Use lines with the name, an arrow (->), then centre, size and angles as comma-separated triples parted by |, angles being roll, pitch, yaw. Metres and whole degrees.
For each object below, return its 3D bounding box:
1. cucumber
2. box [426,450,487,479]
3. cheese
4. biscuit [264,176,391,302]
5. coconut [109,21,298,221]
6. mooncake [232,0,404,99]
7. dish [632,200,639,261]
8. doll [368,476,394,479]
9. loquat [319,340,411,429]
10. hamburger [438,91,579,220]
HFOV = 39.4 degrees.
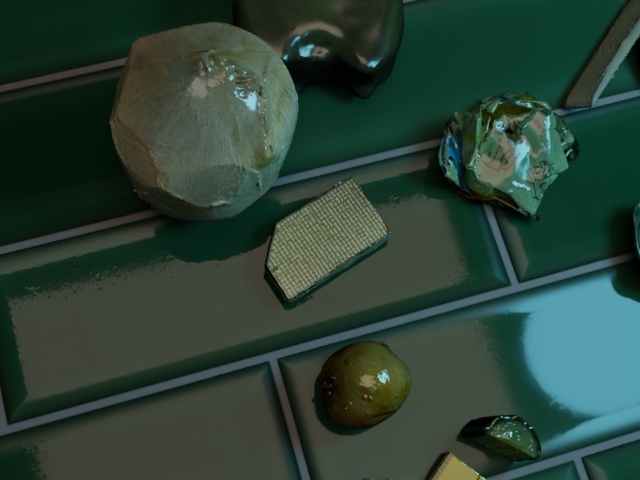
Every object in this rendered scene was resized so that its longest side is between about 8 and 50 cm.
cucumber -> 0.334, 0.353, 1.629 | 0.116, 0.115, 0.062 | 26, 73, -6
box -> 0.298, 0.526, 1.610 | 0.279, 0.041, 0.153 | 37, 76, 6
cheese -> 0.639, -0.430, 1.898 | 0.034, 0.085, 0.400 | 43, 71, -21
biscuit -> 0.000, 0.000, 1.732 | 0.252, 0.052, 0.150 | -34, 75, -15
coconut -> -0.212, -0.217, 1.618 | 0.346, 0.360, 0.346 | 1, 72, -4
mooncake -> -0.005, -0.443, 1.793 | 0.351, 0.187, 0.351 | 0, 77, -2
dish -> 0.716, 0.001, 1.776 | 0.246, 0.078, 0.224 | -40, 81, -13
doll -> 0.036, 0.533, 1.561 | 0.291, 0.086, 0.117 | -42, 74, -12
loquat -> 0.084, 0.255, 1.606 | 0.204, 0.172, 0.149 | -18, 73, -41
hamburger -> 0.382, -0.196, 1.770 | 0.260, 0.150, 0.276 | 34, 73, 4
